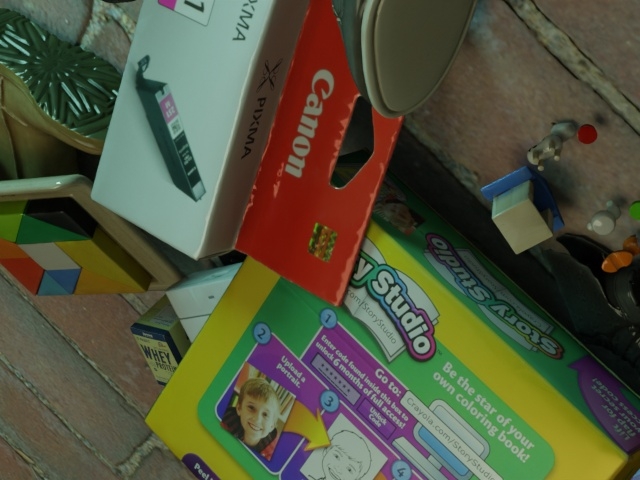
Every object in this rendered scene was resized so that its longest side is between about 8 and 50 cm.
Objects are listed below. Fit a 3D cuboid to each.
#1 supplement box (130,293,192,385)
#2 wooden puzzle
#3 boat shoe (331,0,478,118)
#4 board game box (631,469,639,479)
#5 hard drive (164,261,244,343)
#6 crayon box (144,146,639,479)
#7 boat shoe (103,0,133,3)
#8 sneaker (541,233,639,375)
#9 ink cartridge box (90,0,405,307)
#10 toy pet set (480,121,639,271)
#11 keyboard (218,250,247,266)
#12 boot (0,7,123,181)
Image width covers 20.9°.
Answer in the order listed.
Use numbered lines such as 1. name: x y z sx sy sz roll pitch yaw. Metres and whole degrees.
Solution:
1. supplement box: -0.144 0.103 1.860 0.056 0.083 0.083 10 133 44
2. wooden puzzle: -0.276 0.005 1.815 0.221 0.044 0.239 -3 150 33
3. boat shoe: 0.051 -0.245 1.241 0.095 0.112 0.335 43 147 38
4. board game box: 0.275 0.332 1.519 0.319 0.066 0.318 -36 93 34
5. hard drive: -0.018 0.187 1.728 0.353 0.047 0.233 62 153 -8
6. crayon box: 0.062 0.156 1.484 0.363 0.106 0.313 44 118 19
7. boat shoe: -0.260 -0.342 1.449 0.132 0.130 0.355 -3 124 50
8. sneaker: 0.249 0.071 1.411 0.089 0.051 0.170 -7 116 52
9. ink cartridge box: -0.053 -0.109 1.416 0.239 0.060 0.275 29 112 28
10. toy pet set: 0.195 -0.033 1.366 0.114 0.065 0.122 -28 111 21
11. keyboard: 0.000 0.000 1.632 0.317 0.033 0.201 1 131 47
12. boot: -0.266 -0.087 1.794 0.236 0.089 0.269 41 149 29
